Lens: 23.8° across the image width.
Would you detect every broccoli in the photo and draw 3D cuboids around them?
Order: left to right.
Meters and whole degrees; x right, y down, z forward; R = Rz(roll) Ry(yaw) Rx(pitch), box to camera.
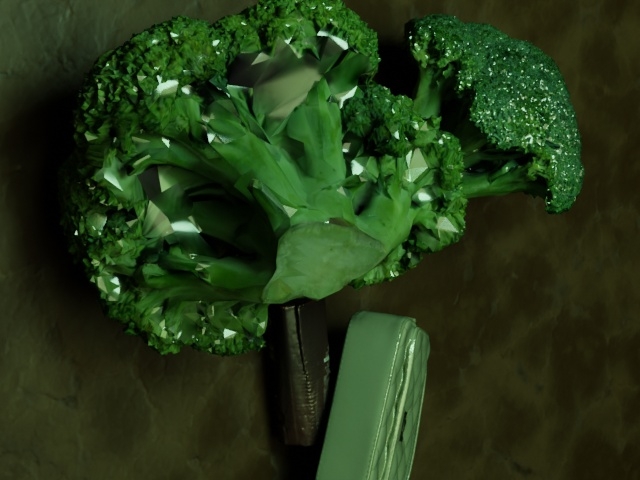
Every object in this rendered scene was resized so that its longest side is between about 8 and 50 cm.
[{"bbox_3d":[-0.069,-0.056,1.457,0.413,0.321,0.310,26,50,-37],"label":"broccoli"},{"bbox_3d":[0.154,-0.119,1.698,0.269,0.254,0.269,-1,101,-4],"label":"broccoli"}]

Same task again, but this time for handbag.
[{"bbox_3d":[0.076,0.210,1.721,0.219,0.079,0.256,31,69,-65],"label":"handbag"}]

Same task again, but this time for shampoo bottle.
[{"bbox_3d":[-0.025,0.107,1.656,0.067,0.068,0.236,-16,107,-40],"label":"shampoo bottle"}]
